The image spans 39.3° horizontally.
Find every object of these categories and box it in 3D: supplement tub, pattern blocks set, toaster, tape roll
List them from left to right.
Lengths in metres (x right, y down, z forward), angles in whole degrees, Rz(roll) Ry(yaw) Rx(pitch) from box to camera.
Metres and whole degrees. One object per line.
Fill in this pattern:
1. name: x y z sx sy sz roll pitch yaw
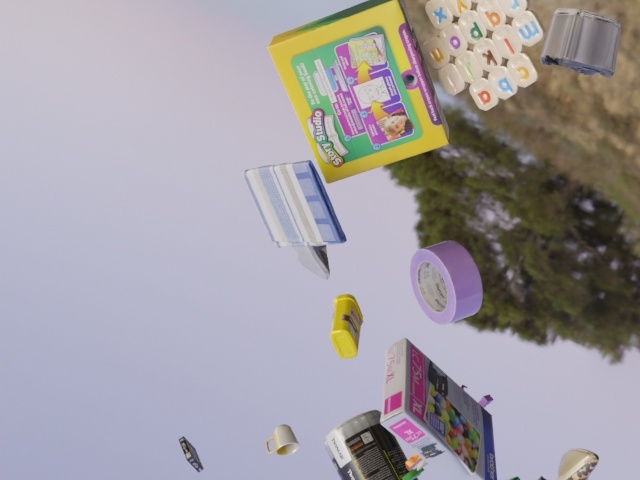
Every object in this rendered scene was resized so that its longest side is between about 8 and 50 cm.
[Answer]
1. supplement tub: 0.157 0.651 2.497 0.194 0.193 0.316 1 -128 -50
2. tape roll: 0.295 0.099 2.119 0.080 0.189 0.189 -17 -149 -24
3. pattern blocks set: 0.314 0.488 2.216 0.285 0.325 0.026 -13 -126 -45
4. toaster: 0.663 -0.508 2.294 0.227 0.146 0.129 6 -170 -27

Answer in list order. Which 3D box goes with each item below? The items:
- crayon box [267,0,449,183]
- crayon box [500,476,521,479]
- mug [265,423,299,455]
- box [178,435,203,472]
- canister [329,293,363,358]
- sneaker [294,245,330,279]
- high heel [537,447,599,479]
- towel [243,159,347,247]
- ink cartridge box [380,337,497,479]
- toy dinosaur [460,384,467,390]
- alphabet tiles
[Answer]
1. crayon box: 0.094 -0.348 2.075 0.313 0.363 0.106 -17 -155 16
2. crayon box: 0.422 0.668 1.964 0.081 0.165 0.278 -26 -94 -42
3. mug: -0.098 0.503 2.269 0.078 0.062 0.064 -9 -128 -15
4. box: -0.349 0.576 2.412 0.067 0.018 0.083 59 175 -39
5. canister: 0.080 0.266 2.758 0.073 0.126 0.170 -12 -147 17
6. sneaker: 0.000 0.000 2.564 0.105 0.147 0.295 26 160 28
7. high heel: 0.614 0.557 2.010 0.186 0.261 0.093 29 -125 3
8. towel: -0.062 -0.080 2.032 0.034 0.209 0.285 -32 -164 -31
9. ink cartridge box: 0.231 0.335 1.614 0.311 0.065 0.185 45 -151 -23
10. toy dinosaur: 0.354 0.384 2.280 0.090 0.047 0.082 -31 -169 -23
11. alphabet tiles: 0.354 -0.440 1.970 0.021 0.284 0.278 -29 -90 -44
